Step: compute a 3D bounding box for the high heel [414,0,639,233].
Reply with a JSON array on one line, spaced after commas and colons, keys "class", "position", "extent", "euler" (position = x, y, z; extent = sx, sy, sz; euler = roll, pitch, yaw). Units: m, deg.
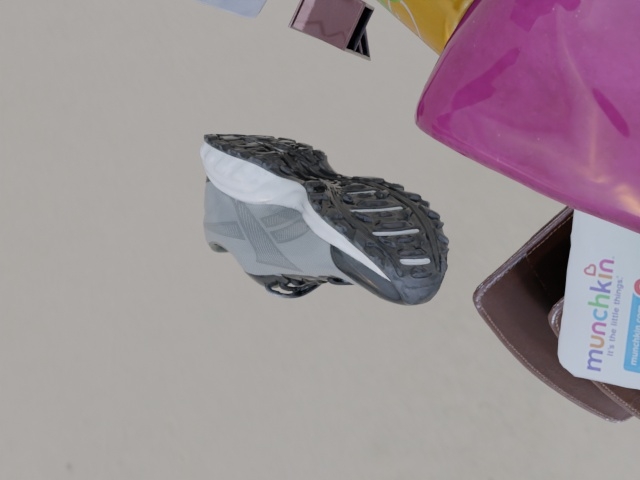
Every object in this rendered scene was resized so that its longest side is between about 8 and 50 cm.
[{"class": "high heel", "position": [0.197, 0.039, 0.552], "extent": [0.181, 0.127, 0.377], "euler": [-40, 74, 21]}]

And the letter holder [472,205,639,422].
[{"class": "letter holder", "position": [0.297, 0.093, 1.639], "extent": [0.214, 0.152, 0.302], "euler": [-40, 137, 10]}]

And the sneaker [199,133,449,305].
[{"class": "sneaker", "position": [0.000, 0.000, 1.427], "extent": [0.100, 0.271, 0.108], "euler": [-3, 109, -35]}]

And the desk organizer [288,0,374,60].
[{"class": "desk organizer", "position": [0.018, -0.182, 1.576], "extent": [0.050, 0.130, 0.047], "euler": [26, 96, 9]}]

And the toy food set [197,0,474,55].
[{"class": "toy food set", "position": [-0.018, -0.139, 0.584], "extent": [0.232, 0.104, 0.111], "euler": [12, 116, -47]}]

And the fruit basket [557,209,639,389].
[{"class": "fruit basket", "position": [0.271, -0.085, 0.755], "extent": [0.327, 0.165, 0.353], "euler": [9, 100, 18]}]
